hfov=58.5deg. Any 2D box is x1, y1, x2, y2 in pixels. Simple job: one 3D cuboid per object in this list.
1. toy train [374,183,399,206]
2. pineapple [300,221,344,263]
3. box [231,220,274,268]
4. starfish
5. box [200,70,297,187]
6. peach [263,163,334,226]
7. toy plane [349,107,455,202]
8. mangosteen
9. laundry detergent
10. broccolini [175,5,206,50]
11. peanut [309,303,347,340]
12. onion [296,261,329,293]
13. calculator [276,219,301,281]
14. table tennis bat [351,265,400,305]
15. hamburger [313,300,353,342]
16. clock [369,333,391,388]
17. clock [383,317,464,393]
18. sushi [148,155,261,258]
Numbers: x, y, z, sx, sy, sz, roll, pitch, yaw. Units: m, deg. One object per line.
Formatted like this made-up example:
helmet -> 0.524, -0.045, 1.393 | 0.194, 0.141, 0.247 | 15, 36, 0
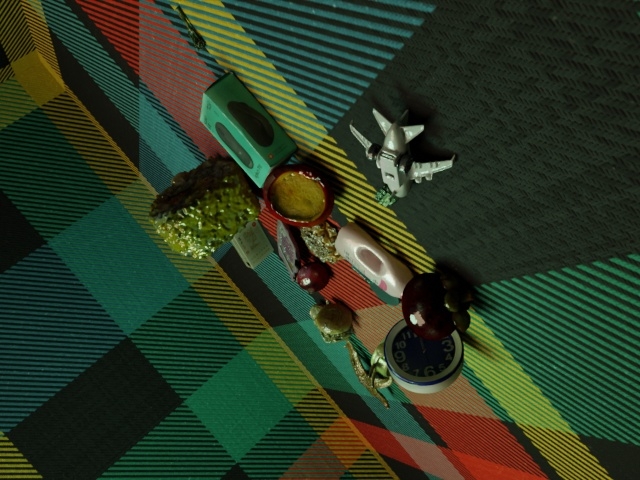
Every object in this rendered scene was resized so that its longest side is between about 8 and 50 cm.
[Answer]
toy train -> 0.170, -0.113, 1.454 | 0.053, 0.033, 0.083 | 44, 160, 3
pineapple -> 0.000, 0.000, 1.947 | 0.225, 0.076, 0.224 | 42, 161, 19
box -> -0.302, 0.005, 2.479 | 0.058, 0.141, 0.201 | 18, 145, 47
starfish -> 0.215, 0.603, 2.547 | 0.327, 0.094, 0.374 | 12, 133, 61
box -> -0.230, -0.333, 1.765 | 0.311, 0.118, 0.205 | 49, 158, 0
peach -> -0.062, -0.130, 1.677 | 0.226, 0.190, 0.196 | 31, 145, 55
toy plane -> 0.167, -0.173, 1.257 | 0.251, 0.101, 0.255 | 25, 151, 25
mangosteen -> 0.310, 0.170, 1.502 | 0.200, 0.200, 0.199 | 41, 158, 21
laundry detergent -> 0.189, 0.084, 1.690 | 0.335, 0.088, 0.159 | 40, 157, 21
broccolini -> -0.385, -0.630, 1.696 | 0.035, 0.030, 0.139 | -4, 120, 55
peanut -> 0.044, 0.349, 2.454 | 0.214, 0.090, 0.098 | 41, 129, 17
onion -> -0.028, 0.141, 2.182 | 0.131, 0.131, 0.131 | 41, 158, 21
calculator -> -0.122, 0.034, 2.238 | 0.294, 0.043, 0.194 | 95, 152, -59
table tennis bat -> 0.182, 0.142, 1.886 | 0.201, 0.033, 0.124 | 42, 157, 12
hamburger -> 0.053, 0.317, 2.304 | 0.131, 0.159, 0.184 | 71, 178, -53
clock -> 0.237, 0.391, 1.922 | 0.069, 0.232, 0.170 | 37, 157, 32
clock -> 0.305, 0.331, 1.680 | 0.230, 0.230, 0.083 | 33, 157, 37
sushi -> -0.452, -0.129, 2.199 | 0.351, 0.397, 0.240 | 33, 160, 55
